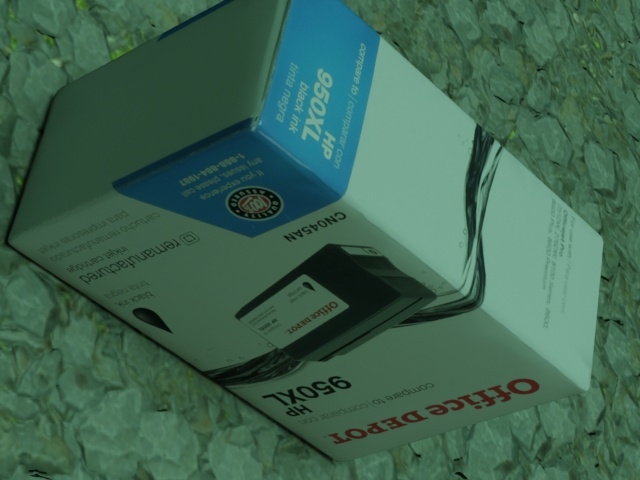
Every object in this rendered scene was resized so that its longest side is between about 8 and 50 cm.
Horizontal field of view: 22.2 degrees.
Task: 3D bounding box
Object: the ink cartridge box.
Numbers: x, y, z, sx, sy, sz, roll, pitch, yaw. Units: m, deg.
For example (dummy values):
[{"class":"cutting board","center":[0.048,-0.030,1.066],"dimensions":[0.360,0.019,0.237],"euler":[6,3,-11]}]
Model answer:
[{"class":"ink cartridge box","center":[0.000,0.000,1.317],"dimensions":[0.395,0.285,0.166],"euler":[37,48,-33]}]
